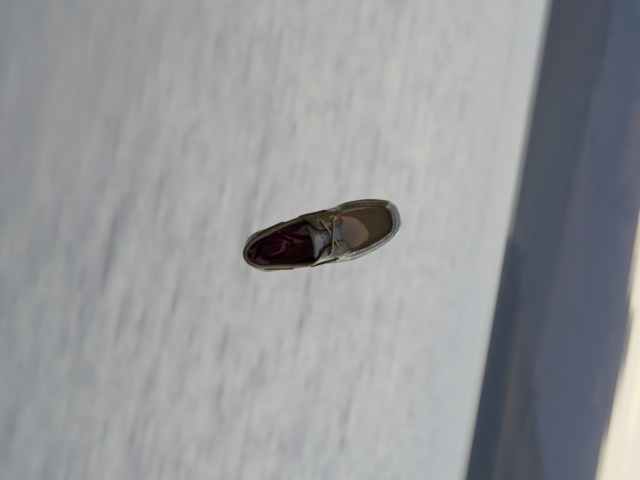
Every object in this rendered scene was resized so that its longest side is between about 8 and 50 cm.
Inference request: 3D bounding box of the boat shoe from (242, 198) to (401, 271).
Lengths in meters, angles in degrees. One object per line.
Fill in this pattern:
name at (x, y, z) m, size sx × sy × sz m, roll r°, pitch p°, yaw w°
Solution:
boat shoe at (0.000, 0.000, 1.490) m, size 0.045 × 0.135 × 0.050 m, roll -31°, pitch 103°, yaw -78°
